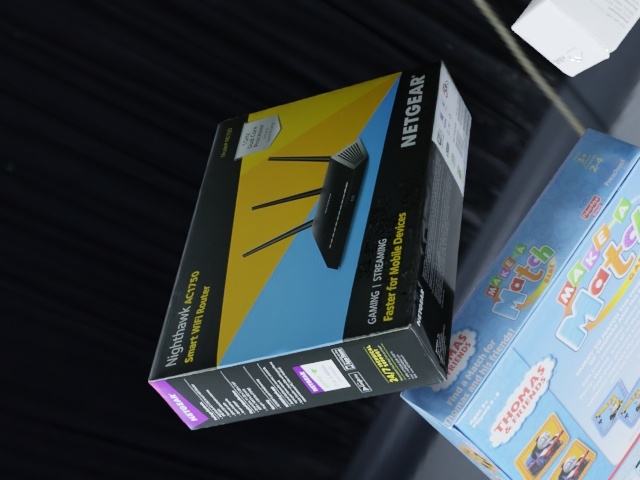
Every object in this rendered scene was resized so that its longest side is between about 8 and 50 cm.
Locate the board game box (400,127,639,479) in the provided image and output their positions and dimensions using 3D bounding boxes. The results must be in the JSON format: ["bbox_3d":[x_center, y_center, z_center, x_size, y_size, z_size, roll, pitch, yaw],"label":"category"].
[{"bbox_3d":[0.140,0.063,0.738,0.039,0.211,0.160,30,80,38],"label":"board game box"}]

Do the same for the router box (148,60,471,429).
[{"bbox_3d":[0.000,0.000,0.689,0.133,0.046,0.179,-14,42,23],"label":"router box"}]

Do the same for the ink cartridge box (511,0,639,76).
[{"bbox_3d":[0.293,-0.274,1.398,0.203,0.086,0.148,-52,3,-6],"label":"ink cartridge box"}]
